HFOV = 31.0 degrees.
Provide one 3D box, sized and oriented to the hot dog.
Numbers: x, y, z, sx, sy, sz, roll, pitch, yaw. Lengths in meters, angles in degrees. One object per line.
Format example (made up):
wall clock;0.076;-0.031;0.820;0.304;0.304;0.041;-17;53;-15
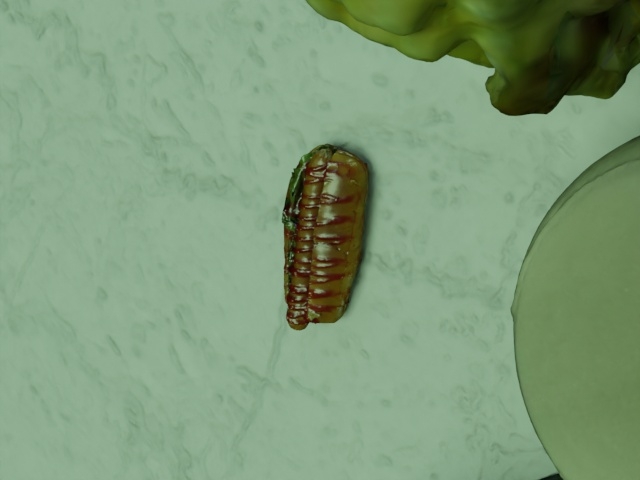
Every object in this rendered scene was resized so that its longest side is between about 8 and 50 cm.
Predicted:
hot dog;-0.001;0.001;0.820;0.062;0.038;0.144;24;119;28

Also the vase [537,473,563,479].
vase;0.190;0.291;0.729;0.251;0.156;0.300;-35;90;13

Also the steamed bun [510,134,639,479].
steamed bun;0.222;0.051;0.605;0.232;0.145;0.231;6;99;44

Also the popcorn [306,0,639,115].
popcorn;0.096;-0.205;0.540;0.237;0.293;0.293;48;130;35
